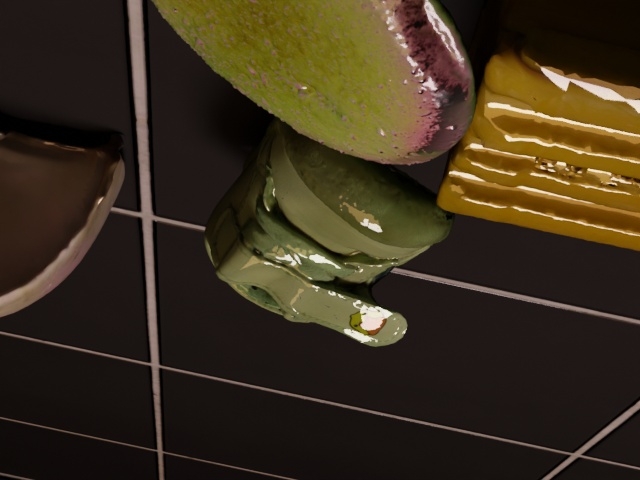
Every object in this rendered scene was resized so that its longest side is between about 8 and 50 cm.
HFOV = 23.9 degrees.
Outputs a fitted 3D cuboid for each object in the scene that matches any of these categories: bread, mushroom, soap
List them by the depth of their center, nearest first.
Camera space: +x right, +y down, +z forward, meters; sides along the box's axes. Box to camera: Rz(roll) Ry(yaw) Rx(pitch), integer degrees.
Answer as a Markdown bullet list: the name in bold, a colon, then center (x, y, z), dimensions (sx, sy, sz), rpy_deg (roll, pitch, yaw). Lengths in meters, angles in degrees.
- **bread**: center (-0.019, -0.115, 0.782), dimensions (0.228, 0.033, 0.228), rpy_deg (32, 160, 13)
- **soap**: center (0.238, -0.058, 0.822), dimensions (0.324, 0.096, 0.204), rpy_deg (12, 161, -2)
- **mushroom**: center (-0.281, -0.001, 1.174), dimensions (0.236, 0.162, 0.173), rpy_deg (13, 158, 1)

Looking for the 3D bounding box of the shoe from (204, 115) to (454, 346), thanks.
- **shoe**: center (0.004, -0.006, 1.004), dimensions (0.140, 0.128, 0.262), rpy_deg (21, 175, -13)
